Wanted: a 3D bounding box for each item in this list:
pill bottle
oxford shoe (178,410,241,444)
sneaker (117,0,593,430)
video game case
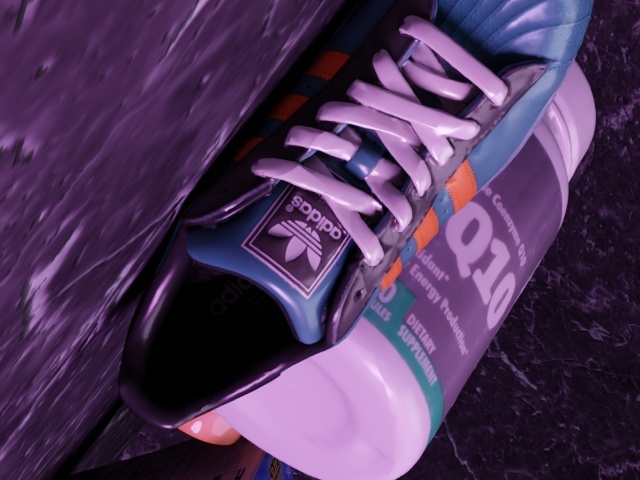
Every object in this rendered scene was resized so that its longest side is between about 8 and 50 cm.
[{"bbox_3d":[0.065,-0.010,0.889,0.361,0.204,0.204,-52,180,-36],"label":"pill bottle"},{"bbox_3d":[-0.070,0.095,1.160,0.133,0.130,0.364,-60,-179,7],"label":"oxford shoe"},{"bbox_3d":[0.013,-0.022,0.530,0.302,0.108,0.121,-50,-175,23],"label":"sneaker"},{"bbox_3d":[-0.157,0.255,1.092,0.244,0.061,0.269,-16,-175,7],"label":"video game case"}]
